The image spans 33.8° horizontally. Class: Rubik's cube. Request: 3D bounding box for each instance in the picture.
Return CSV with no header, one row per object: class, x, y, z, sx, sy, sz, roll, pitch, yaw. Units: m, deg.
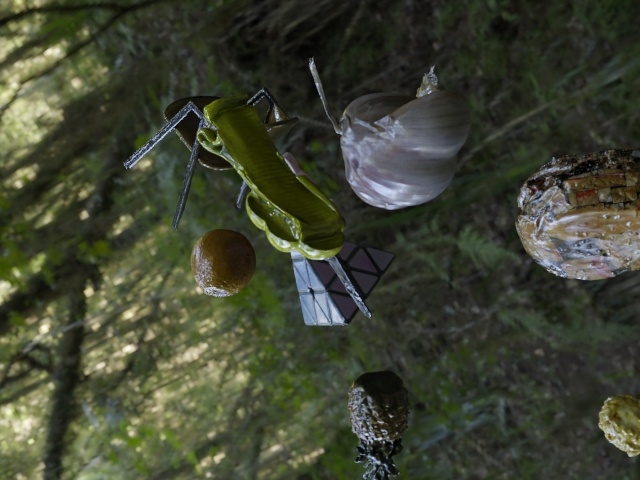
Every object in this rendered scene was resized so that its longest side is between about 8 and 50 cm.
Rubik's cube,0.009,0.078,1.817,0.190,0.211,0.178,41,-165,-25

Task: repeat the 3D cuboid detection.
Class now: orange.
orange,-0.117,0.027,1.268,0.085,0.085,0.085,53,-160,-29

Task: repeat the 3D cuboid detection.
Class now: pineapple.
pineapple,0.097,0.315,1.721,0.108,0.108,0.198,-61,-31,-69

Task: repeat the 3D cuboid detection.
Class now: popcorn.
popcorn,0.397,0.232,1.346,0.057,0.082,0.083,82,-150,-47

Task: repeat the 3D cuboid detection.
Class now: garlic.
garlic,0.098,-0.178,1.465,0.257,0.207,0.207,50,-161,-7

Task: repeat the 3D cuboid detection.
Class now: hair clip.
hair clip,-0.042,-0.047,0.865,0.072,0.046,0.173,-20,-122,-35

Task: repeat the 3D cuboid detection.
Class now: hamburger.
hamburger,0.347,-0.033,1.282,0.231,0.231,0.107,39,-129,-52

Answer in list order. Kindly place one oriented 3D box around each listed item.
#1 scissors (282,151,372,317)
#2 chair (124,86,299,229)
scissors,0.000,0.000,1.591,0.024,0.160,0.318,-47,-62,-30
chair,-0.155,-0.153,1.618,0.158,0.247,0.172,-19,-117,-47
